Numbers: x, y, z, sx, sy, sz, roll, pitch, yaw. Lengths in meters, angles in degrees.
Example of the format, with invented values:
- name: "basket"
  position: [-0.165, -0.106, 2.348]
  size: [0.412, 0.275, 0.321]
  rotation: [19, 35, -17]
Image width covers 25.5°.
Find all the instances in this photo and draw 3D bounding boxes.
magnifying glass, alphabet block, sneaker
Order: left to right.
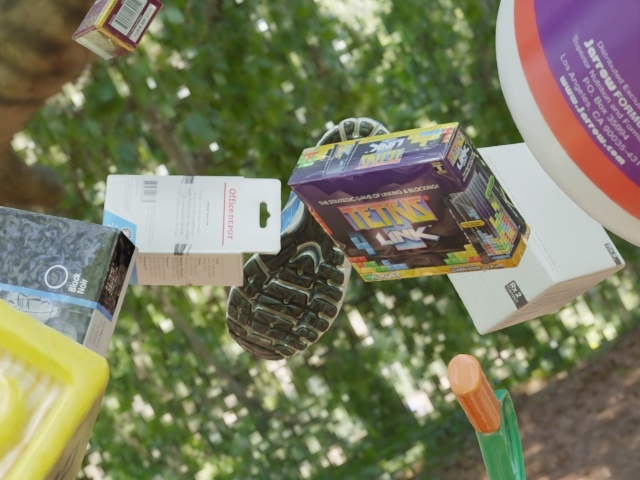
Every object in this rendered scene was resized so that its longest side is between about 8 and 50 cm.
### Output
- name: "alphabet block"
  position: [-0.264, 0.138, 0.878]
  size: [0.193, 0.192, 0.197]
  rotation: [-61, -1, -30]
- name: "sneaker"
  position: [0.000, 0.000, 1.718]
  size: [0.330, 0.130, 0.147]
  rotation: [-59, -2, 13]
- name: "magnifying glass"
  position: [0.123, 0.135, 1.028]
  size: [0.026, 0.092, 0.231]
  rotation: [-9, -26, 11]

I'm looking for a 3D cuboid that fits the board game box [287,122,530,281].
- name: "board game box"
  position: [0.078, -0.029, 1.249]
  size: [0.170, 0.141, 0.048]
  rotation: [-8, 46, 39]

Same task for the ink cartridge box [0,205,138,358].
- name: "ink cartridge box"
  position: [-0.356, 0.044, 1.368]
  size: [0.333, 0.165, 0.065]
  rotation: [9, -18, 17]

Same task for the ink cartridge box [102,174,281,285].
- name: "ink cartridge box"
  position: [-0.131, -0.010, 1.454]
  size: [0.180, 0.104, 0.060]
  rotation: [1, -38, -2]

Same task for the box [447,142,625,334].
- name: "box"
  position: [0.225, -0.008, 1.620]
  size: [0.119, 0.181, 0.182]
  rotation: [-39, -18, 34]

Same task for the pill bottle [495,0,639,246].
- name: "pill bottle"
  position: [0.219, -0.129, 0.547]
  size: [0.181, 0.181, 0.323]
  rotation: [-27, -10, -35]

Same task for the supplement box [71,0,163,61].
- name: "supplement box"
  position: [-0.187, -0.201, 1.295]
  size: [0.055, 0.043, 0.083]
  rotation: [-61, 23, -13]
